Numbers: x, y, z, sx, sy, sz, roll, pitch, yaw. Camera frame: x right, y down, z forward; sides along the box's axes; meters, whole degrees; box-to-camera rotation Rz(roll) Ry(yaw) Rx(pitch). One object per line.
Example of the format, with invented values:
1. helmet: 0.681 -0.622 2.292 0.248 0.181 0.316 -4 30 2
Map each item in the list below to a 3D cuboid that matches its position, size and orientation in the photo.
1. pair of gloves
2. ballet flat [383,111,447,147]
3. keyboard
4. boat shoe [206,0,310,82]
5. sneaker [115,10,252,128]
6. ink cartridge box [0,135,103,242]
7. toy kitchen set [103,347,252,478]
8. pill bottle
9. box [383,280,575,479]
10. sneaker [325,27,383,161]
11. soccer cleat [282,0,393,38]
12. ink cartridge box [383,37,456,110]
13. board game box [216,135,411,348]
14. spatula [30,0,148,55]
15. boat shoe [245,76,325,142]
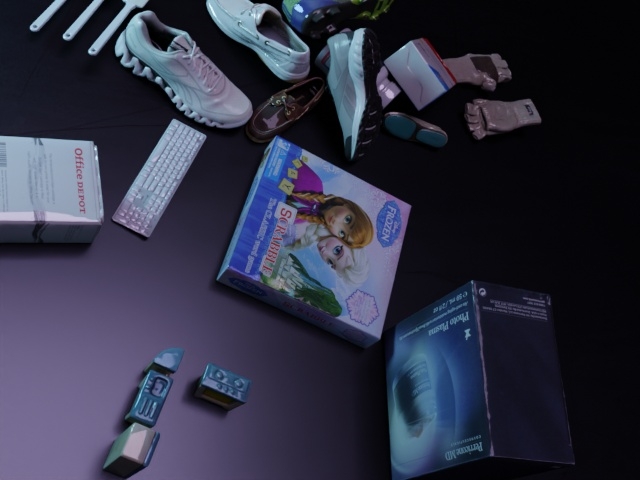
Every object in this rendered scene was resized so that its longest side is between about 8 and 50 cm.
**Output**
1. pair of gloves: 0.403 -0.357 1.912 0.204 0.042 0.240 -16 68 -27
2. ballet flat: 0.207 -0.251 1.761 0.168 0.057 0.052 20 31 -23
3. keyboard: -0.292 -0.119 1.444 0.072 0.014 0.256 31 55 -12
4. boat shoe: -0.121 -0.448 1.626 0.277 0.096 0.098 41 56 12
5. sneaker: -0.252 -0.323 1.504 0.292 0.118 0.110 33 53 -12
6. ink cartridge box: -0.475 -0.082 1.280 0.218 0.092 0.158 0 67 -26
7. toy kitchen set: -0.210 0.279 1.224 0.166 0.122 0.207 27 57 -14
8. pill bottle: 0.085 -0.361 1.706 0.180 0.108 0.108 45 54 -3
9. box: 0.261 0.263 1.375 0.183 0.296 0.293 10 62 -24
10. sneaker: 0.065 -0.299 1.630 0.100 0.108 0.271 -27 120 -57
11. soccer cleat: 0.047 -0.514 1.666 0.289 0.093 0.121 -28 64 -32
12. ink cartridge box: 0.231 -0.379 1.768 0.134 0.078 0.231 54 22 -3
13. board game box: 0.000 0.000 1.508 0.318 0.066 0.318 26 57 -15
14. spatula: -0.432 -0.447 1.495 0.168 0.019 0.242 22 56 4
15. boat shoe: -0.070 -0.274 1.604 0.073 0.073 0.207 47 55 -1
